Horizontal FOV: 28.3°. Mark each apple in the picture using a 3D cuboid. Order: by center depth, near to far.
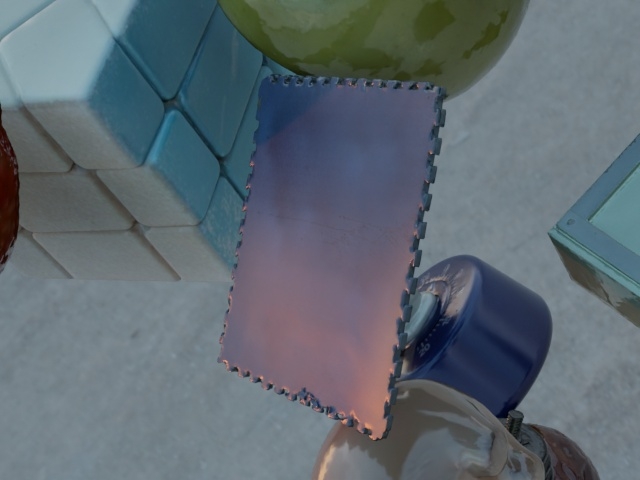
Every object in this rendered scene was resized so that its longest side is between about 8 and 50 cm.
[{"bbox_3d":[0.061,-0.257,1.131,0.258,0.295,0.233,-62,30,16],"label":"apple"}]

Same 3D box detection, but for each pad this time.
[{"bbox_3d":[0.000,0.000,1.015,0.269,0.012,0.269,17,98,56],"label":"pad"}]

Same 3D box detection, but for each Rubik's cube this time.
[{"bbox_3d":[-0.233,-0.164,1.369,0.318,0.316,0.322,0,55,30],"label":"Rubik's cube"}]

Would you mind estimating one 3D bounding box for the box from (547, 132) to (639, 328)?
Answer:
[{"bbox_3d":[0.298,0.022,0.927,0.129,0.086,0.225,-47,53,-6],"label":"box"}]

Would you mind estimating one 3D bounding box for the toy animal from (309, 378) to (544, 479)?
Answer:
[{"bbox_3d":[0.032,0.266,1.038,0.269,0.237,0.326,-6,51,43],"label":"toy animal"}]

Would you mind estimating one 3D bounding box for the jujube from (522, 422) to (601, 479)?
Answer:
[{"bbox_3d":[0.266,0.370,1.589,0.197,0.290,0.197,-6,22,3],"label":"jujube"}]

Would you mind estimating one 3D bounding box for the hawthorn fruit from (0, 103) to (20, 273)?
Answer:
[{"bbox_3d":[-0.256,-0.034,0.613,0.205,0.253,0.205,0,85,4],"label":"hawthorn fruit"}]

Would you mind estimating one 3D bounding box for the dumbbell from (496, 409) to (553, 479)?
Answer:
[{"bbox_3d":[0.168,0.246,1.224,0.099,0.209,0.099,6,33,-4],"label":"dumbbell"}]

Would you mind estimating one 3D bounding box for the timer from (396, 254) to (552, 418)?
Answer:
[{"bbox_3d":[0.080,0.073,1.637,0.270,0.383,0.270,-45,17,18],"label":"timer"}]
